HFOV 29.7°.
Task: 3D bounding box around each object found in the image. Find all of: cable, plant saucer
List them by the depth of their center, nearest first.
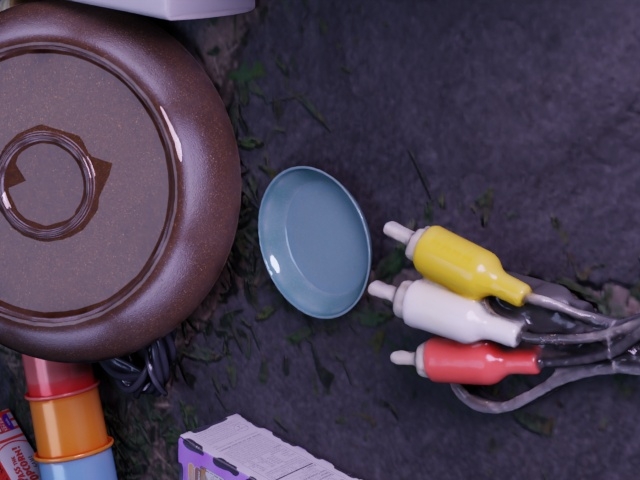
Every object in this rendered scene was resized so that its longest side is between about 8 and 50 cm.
[{"bbox_3d":[0.157,0.070,0.752,0.287,0.072,0.139,13,117,42],"label":"cable"},{"bbox_3d":[0.000,0.000,0.924,0.119,0.021,0.119,15,112,42],"label":"plant saucer"},{"bbox_3d":[-0.220,-0.047,1.000,0.311,0.050,0.310,1,96,12],"label":"plant saucer"},{"bbox_3d":[-0.177,0.060,1.111,0.150,0.047,0.184,-49,63,37],"label":"cable"}]

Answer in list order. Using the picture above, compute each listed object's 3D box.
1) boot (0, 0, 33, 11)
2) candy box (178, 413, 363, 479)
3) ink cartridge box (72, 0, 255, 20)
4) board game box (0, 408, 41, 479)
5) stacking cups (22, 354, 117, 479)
[{"bbox_3d":[-0.306,-0.094,1.138,0.203,0.095,0.261,-7,87,46],"label":"boot"},{"bbox_3d":[-0.031,0.259,1.001,0.196,0.070,0.164,20,116,41],"label":"candy box"},{"bbox_3d":[-0.156,-0.268,0.947,0.219,0.093,0.160,20,115,41],"label":"ink cartridge box"},{"bbox_3d":[-0.363,0.305,1.368,0.146,0.045,0.193,53,133,20],"label":"board game box"},{"bbox_3d":[-0.245,0.239,1.200,0.096,0.096,0.316,-8,95,46],"label":"stacking cups"}]
